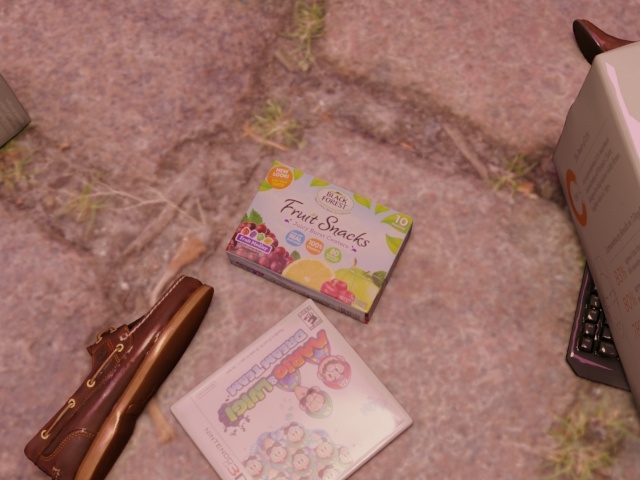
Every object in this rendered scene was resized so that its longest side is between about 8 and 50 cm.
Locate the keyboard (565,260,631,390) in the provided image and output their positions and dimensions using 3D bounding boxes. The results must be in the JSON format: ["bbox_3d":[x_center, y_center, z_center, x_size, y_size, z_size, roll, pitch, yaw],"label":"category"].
[{"bbox_3d":[0.385,0.059,0.835,0.317,0.033,0.201,14,70,8],"label":"keyboard"}]

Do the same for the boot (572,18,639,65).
[{"bbox_3d":[0.316,-0.200,0.935,0.114,0.037,0.106,-38,84,-7],"label":"boot"}]

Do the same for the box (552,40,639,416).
[{"bbox_3d":[0.317,0.035,0.721,0.168,0.215,0.345,-15,74,1],"label":"box"}]

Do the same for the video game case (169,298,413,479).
[{"bbox_3d":[-0.025,0.150,0.831,0.157,0.019,0.143,-37,71,-11],"label":"video game case"}]

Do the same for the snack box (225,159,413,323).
[{"bbox_3d":[0.000,0.000,0.877,0.141,0.037,0.100,23,71,12],"label":"snack box"}]

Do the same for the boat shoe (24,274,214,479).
[{"bbox_3d":[-0.171,0.111,0.826,0.073,0.073,0.207,30,73,12],"label":"boat shoe"}]

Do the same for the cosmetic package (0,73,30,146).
[{"bbox_3d":[-0.402,-0.182,0.927,0.238,0.127,0.107,40,76,15],"label":"cosmetic package"}]
